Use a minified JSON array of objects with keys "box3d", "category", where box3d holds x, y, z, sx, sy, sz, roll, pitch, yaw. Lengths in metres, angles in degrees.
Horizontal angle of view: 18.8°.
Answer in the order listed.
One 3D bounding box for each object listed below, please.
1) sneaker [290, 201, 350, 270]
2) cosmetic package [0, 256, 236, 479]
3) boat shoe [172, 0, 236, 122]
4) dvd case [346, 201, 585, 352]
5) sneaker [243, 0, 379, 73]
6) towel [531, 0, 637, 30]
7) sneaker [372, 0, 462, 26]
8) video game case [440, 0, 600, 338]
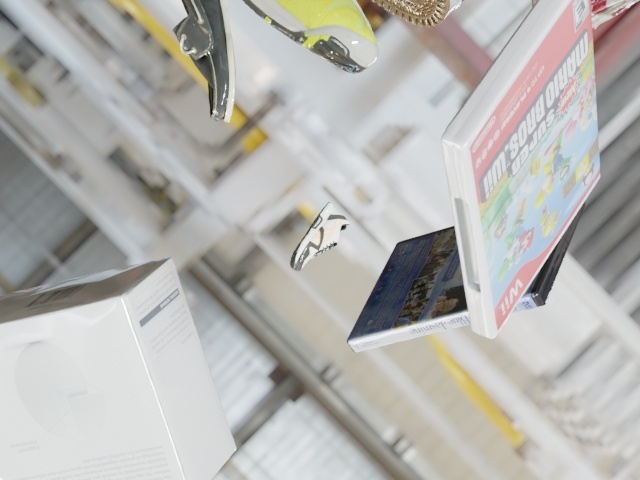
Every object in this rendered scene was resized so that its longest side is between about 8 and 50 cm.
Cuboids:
[{"box3d":[0.000,0.000,2.476,0.109,0.044,0.040,-54,-176,-27],"category":"sneaker"},{"box3d":[-0.237,0.159,1.984,0.224,0.224,0.138,-12,-167,22],"category":"cosmetic package"},{"box3d":[-0.154,-0.264,2.526,0.079,0.233,0.084,-7,171,-10],"category":"boat shoe"},{"box3d":[0.160,0.035,2.124,0.253,0.022,0.180,-17,-151,36],"category":"dvd case"},{"box3d":[-0.038,-0.346,2.203,0.147,0.384,0.145,-43,149,14],"category":"sneaker"},{"box3d":[0.266,-0.335,1.932,0.037,0.237,0.329,-3,172,-15],"category":"towel"},{"box3d":[0.053,-0.325,1.857,0.153,0.282,0.099,-41,159,-33],"category":"sneaker"},{"box3d":[0.174,-0.069,1.622,0.204,0.025,0.285,-54,154,-24],"category":"video game case"}]
